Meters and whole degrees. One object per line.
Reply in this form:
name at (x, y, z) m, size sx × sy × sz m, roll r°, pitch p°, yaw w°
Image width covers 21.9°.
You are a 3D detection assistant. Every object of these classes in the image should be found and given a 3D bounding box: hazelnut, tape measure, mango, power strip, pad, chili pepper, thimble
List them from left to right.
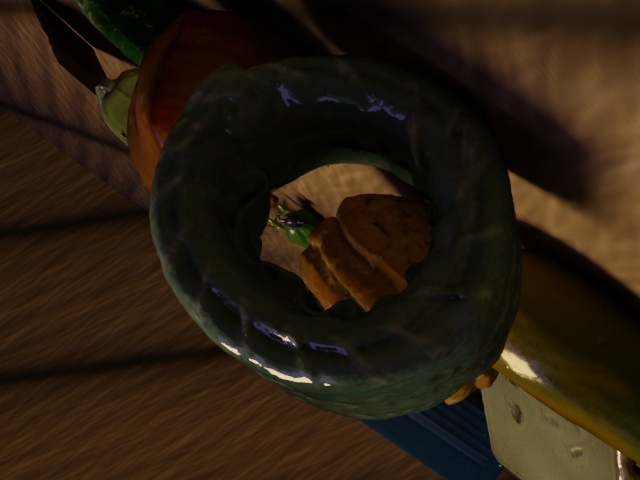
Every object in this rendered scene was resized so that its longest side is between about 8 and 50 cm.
pad at (-0.260, -0.200, 1.771) m, size 0.113 × 0.006 × 0.188 m, roll 41°, pitch -169°, yaw -37°
chili pepper at (-0.130, -0.168, 1.286) m, size 0.227 × 0.059 × 0.088 m, roll 42°, pitch -160°, yaw 25°
tape measure at (-0.145, -0.105, 1.675) m, size 0.177 × 0.087 × 0.154 m, roll 38°, pitch 180°, yaw 28°
hazelnut at (-0.060, -0.083, 1.132) m, size 0.150 × 0.150 × 0.150 m, roll 37°, pitch 174°, yaw 5°
thimble at (0.011, -0.008, 0.980) m, size 0.235 × 0.198 × 0.143 m, roll 46°, pitch 178°, yaw 18°
power strip at (0.209, 0.132, 1.374) m, size 0.213 × 0.064 × 0.198 m, roll 32°, pitch 137°, yaw 55°
mango at (0.193, 0.089, 1.166) m, size 0.237 × 0.091 × 0.137 m, roll 39°, pitch 180°, yaw -11°

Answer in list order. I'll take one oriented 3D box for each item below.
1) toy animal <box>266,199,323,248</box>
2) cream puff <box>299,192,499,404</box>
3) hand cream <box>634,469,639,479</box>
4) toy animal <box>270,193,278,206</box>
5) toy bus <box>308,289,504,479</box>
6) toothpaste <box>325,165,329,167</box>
toy animal at (-0.014, -0.007, 1.869) m, size 0.075 × 0.041 × 0.217 m, roll 27°, pitch 174°, yaw 22°
cream puff at (0.076, 0.040, 1.288) m, size 0.189 × 0.129 × 0.189 m, roll 46°, pitch 176°, yaw 4°
hand cream at (0.364, 0.316, 1.904) m, size 0.314 × 0.089 × 0.139 m, roll 41°, pitch 174°, yaw 11°
toy animal at (-0.150, -0.107, 1.864) m, size 0.149 × 0.054 × 0.275 m, roll 39°, pitch 174°, yaw -34°
toy bus at (0.099, 0.167, 1.994) m, size 0.288 × 0.138 × 0.175 m, roll 35°, pitch 177°, yaw -14°
toothpaste at (-0.080, -0.123, 1.407) m, size 0.216 × 0.037 × 0.062 m, roll 36°, pitch 175°, yaw -29°
